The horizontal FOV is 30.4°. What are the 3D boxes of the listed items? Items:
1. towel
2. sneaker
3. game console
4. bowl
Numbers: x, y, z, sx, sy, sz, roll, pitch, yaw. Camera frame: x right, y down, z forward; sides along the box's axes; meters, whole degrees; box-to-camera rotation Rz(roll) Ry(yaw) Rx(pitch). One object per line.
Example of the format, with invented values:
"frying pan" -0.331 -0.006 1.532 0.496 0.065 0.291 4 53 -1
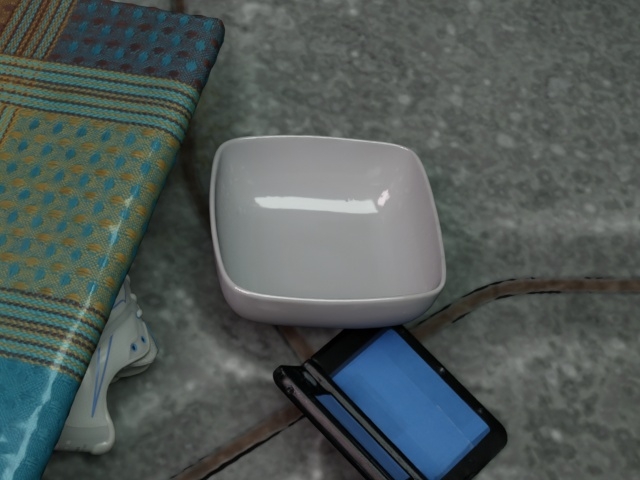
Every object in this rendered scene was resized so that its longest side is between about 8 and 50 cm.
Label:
"towel" -0.234 0.004 0.664 0.271 0.040 0.370 13 63 15
"sneaker" -0.134 0.041 0.704 0.083 0.071 0.190 18 64 -17
"game console" 0.045 0.099 0.699 0.122 0.107 0.071 44 93 13
"bowl" 0.000 0.000 0.734 0.142 0.053 0.142 2 46 -10
